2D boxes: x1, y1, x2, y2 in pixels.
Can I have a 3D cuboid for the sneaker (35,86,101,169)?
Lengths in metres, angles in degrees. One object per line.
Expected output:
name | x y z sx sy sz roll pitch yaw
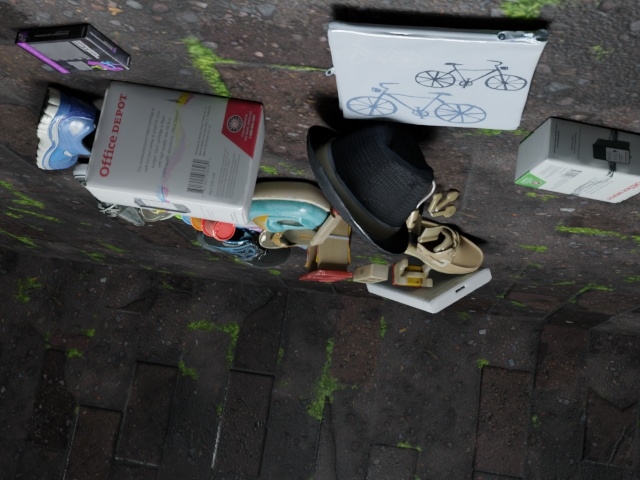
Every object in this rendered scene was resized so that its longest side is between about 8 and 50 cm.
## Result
sneaker | -0.544 -0.223 1.615 0.147 0.129 0.330 15 166 -17

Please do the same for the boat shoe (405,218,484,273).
boat shoe | 0.340 0.016 2.076 0.341 0.121 0.110 16 166 -24

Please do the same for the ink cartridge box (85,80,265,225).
ink cartridge box | -0.277 -0.170 1.439 0.306 0.226 0.131 9 166 3

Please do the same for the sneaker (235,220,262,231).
sneaker | -0.121 -0.059 2.146 0.282 0.102 0.161 14 175 31

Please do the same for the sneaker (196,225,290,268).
sneaker | -0.242 0.013 2.468 0.341 0.125 0.140 13 162 -28

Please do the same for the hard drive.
hard drive | 0.330 0.124 2.276 0.233 0.047 0.353 -27 -162 -22

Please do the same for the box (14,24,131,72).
box | -0.431 -0.333 1.274 0.162 0.029 0.116 5 168 24

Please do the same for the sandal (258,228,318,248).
sandal | -0.090 -0.007 2.010 0.180 0.072 0.049 2 -163 19

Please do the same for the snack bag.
snack bag | 0.171 -0.261 1.161 0.323 0.037 0.342 6 168 9

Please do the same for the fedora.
fedora | 0.122 -0.130 1.397 0.152 0.334 0.334 -34 148 22

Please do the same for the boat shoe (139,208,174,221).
boat shoe | -0.398 -0.122 1.846 0.091 0.109 0.305 -38 -177 -42

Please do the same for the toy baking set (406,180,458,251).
toy baking set | 0.228 -0.064 1.741 0.256 0.197 0.030 18 -155 -48

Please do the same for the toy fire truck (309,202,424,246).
toy fire truck | 0.114 -0.046 1.888 0.246 0.158 0.217 3 167 37

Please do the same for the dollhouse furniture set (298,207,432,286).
dollhouse furniture set | 0.134 0.028 2.135 0.374 0.201 0.152 7 169 -21

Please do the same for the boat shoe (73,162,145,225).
boat shoe | -0.585 -0.124 2.097 0.121 0.119 0.335 3 166 25

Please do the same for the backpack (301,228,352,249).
backpack | 0.000 0.000 2.259 0.173 0.117 0.158 12 168 -8

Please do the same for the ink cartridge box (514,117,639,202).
ink cartridge box | 0.487 -0.144 1.341 0.208 0.086 0.153 11 167 -5

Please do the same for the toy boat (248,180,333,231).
toy boat | -0.137 -0.090 1.875 0.267 0.148 0.318 0 165 35

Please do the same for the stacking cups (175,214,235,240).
stacking cups | -0.317 -0.074 1.944 0.096 0.096 0.316 20 -174 -40
